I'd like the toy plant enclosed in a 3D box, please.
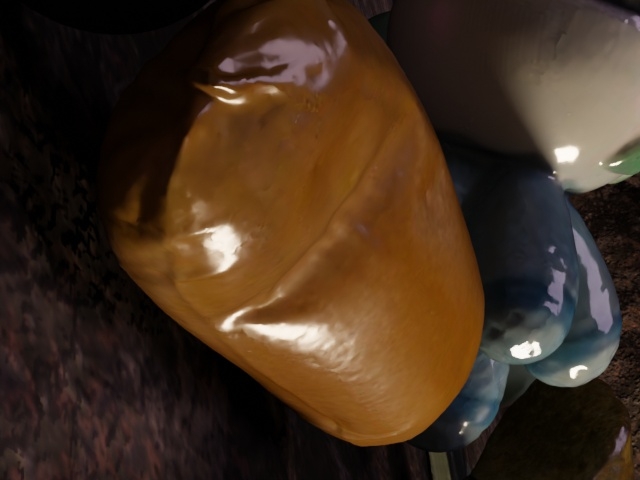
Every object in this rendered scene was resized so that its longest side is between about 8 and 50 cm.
[{"bbox_3d":[0.117,-0.012,0.867,0.247,0.247,0.332,31,77,-77],"label":"toy plant"}]

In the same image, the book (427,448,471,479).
[{"bbox_3d":[0.172,0.348,1.336,0.374,0.028,0.263,66,12,-45],"label":"book"}]

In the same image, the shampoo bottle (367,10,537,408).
[{"bbox_3d":[0.111,-0.035,1.078,0.222,0.151,0.350,-35,113,-33],"label":"shampoo bottle"}]

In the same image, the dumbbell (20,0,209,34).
[{"bbox_3d":[-0.063,-0.149,0.458,0.191,0.100,0.100,-86,159,-66],"label":"dumbbell"}]

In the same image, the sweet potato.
[{"bbox_3d":[0.186,0.299,1.000,0.158,0.157,0.370,-45,137,-79],"label":"sweet potato"}]

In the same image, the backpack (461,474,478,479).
[{"bbox_3d":[0.108,0.267,0.813,0.258,0.133,0.206,-101,176,-63],"label":"backpack"}]

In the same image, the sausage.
[{"bbox_3d":[-0.003,-0.003,0.521,0.116,0.134,0.354,42,-7,26],"label":"sausage"}]
